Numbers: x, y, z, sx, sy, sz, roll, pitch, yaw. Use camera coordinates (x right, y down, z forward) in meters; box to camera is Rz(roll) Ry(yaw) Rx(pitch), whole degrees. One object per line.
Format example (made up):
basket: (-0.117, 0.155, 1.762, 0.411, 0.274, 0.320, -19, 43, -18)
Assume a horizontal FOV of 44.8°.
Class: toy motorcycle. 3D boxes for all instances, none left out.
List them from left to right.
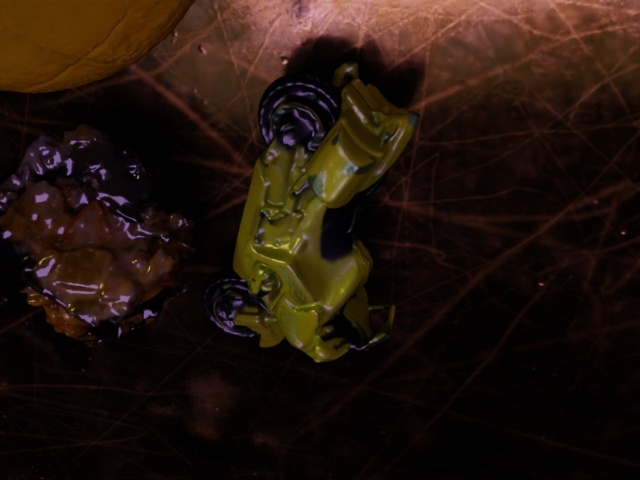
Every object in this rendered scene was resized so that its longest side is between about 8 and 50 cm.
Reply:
toy motorcycle: (-0.001, 0.001, 0.786, 0.206, 0.142, 0.342, 19, 125, -2)

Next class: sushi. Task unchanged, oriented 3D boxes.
sushi: (-0.242, 0.010, 0.824, 0.213, 0.204, 0.200, -37, 83, -10)

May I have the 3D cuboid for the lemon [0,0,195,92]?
lemon: (-0.222, -0.256, 0.588, 0.296, 0.297, 0.297, 5, 123, 8)
